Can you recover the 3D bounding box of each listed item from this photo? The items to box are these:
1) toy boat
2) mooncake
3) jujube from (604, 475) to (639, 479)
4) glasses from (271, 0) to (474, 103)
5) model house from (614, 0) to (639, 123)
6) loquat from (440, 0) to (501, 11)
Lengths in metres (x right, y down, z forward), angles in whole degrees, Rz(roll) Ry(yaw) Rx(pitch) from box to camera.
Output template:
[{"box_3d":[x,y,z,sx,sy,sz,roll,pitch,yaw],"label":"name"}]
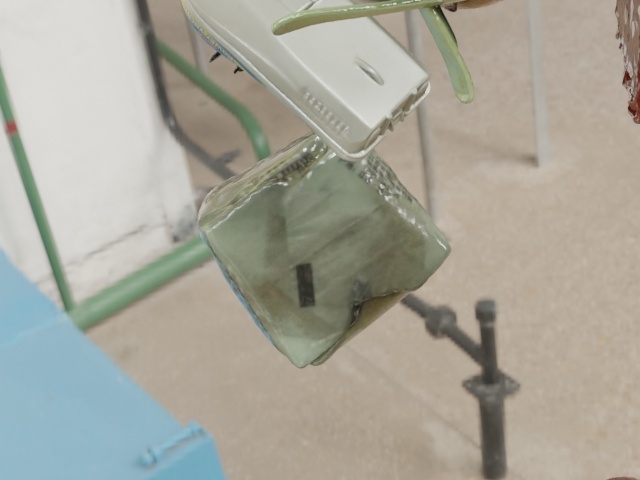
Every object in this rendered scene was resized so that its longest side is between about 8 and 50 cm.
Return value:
[{"box_3d":[-0.025,-0.192,1.220,0.269,0.141,0.141,37,52,17],"label":"toy boat"},{"box_3d":[-0.002,-0.001,1.537,0.250,0.254,0.136,-36,10,-6],"label":"mooncake"},{"box_3d":[0.253,0.370,1.251,0.290,0.197,0.197,-47,38,4],"label":"jujube"},{"box_3d":[0.064,-0.196,0.774,0.239,0.207,0.102,32,12,-8],"label":"glasses"},{"box_3d":[0.322,-0.244,1.016,0.160,0.254,0.196,-5,36,12],"label":"model house"},{"box_3d":[0.172,-0.357,1.354,0.238,0.193,0.238,-23,30,14],"label":"loquat"}]
